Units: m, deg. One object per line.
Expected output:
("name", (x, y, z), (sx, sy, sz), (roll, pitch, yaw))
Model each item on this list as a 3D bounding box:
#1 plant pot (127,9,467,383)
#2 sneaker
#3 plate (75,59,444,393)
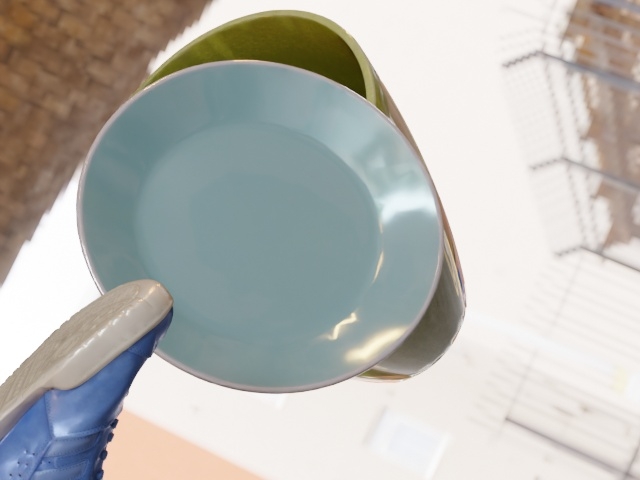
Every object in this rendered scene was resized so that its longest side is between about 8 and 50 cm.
("plant pot", (0.000, 0.000, 1.410), (0.293, 0.275, 0.274), (41, -108, -45))
("sneaker", (-0.101, 0.092, 0.705), (0.152, 0.084, 0.058), (-45, 17, -4))
("plate", (-0.030, -0.007, 0.846), (0.188, 0.188, 0.024), (-54, -5, -30))
